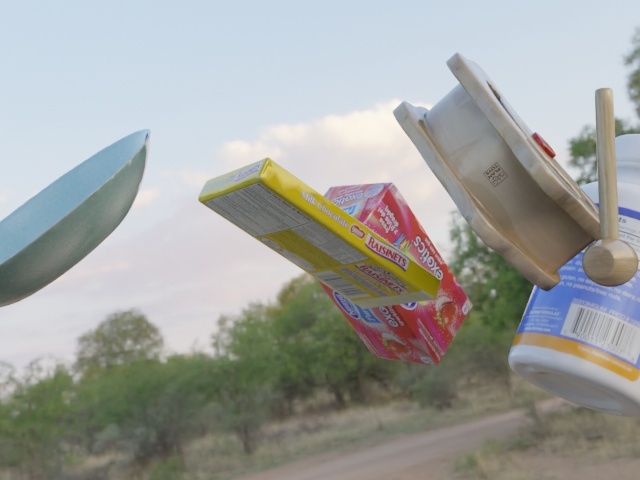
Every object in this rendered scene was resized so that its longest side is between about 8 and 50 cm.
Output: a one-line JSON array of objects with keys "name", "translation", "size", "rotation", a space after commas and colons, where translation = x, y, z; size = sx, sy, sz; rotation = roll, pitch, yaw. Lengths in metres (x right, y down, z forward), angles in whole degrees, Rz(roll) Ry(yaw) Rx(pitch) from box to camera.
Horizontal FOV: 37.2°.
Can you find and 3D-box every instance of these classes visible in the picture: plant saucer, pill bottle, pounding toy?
[{"name": "plant saucer", "translation": [-0.185, -0.005, 0.651], "size": [0.195, 0.037, 0.195], "rotation": [-31, 19, 12]}, {"name": "pill bottle", "translation": [0.312, 0.033, 0.996], "size": [0.152, 0.272, 0.152], "rotation": [23, -15, 6]}, {"name": "pounding toy", "translation": [0.197, -0.064, 0.810], "size": [0.155, 0.269, 0.154], "rotation": [-41, -31, 18]}]

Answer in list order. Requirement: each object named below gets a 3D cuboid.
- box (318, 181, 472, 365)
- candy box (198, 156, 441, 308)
[{"name": "box", "translation": [0.091, 0.050, 1.362], "size": [0.128, 0.257, 0.123], "rotation": [0, 45, 47]}, {"name": "candy box", "translation": [0.000, 0.000, 0.840], "size": [0.206, 0.027, 0.105], "rotation": [35, -29, -27]}]
